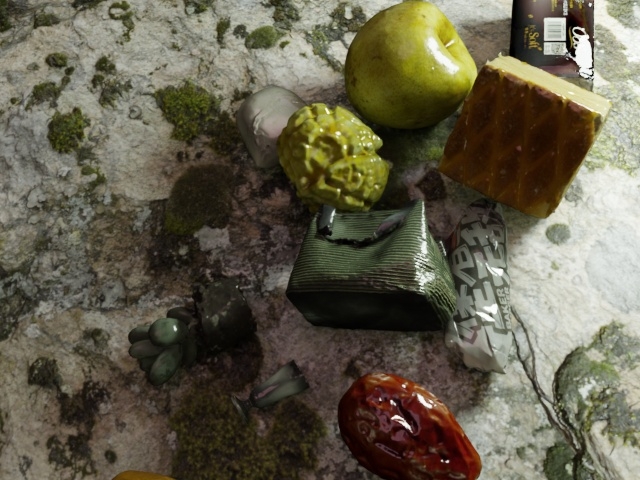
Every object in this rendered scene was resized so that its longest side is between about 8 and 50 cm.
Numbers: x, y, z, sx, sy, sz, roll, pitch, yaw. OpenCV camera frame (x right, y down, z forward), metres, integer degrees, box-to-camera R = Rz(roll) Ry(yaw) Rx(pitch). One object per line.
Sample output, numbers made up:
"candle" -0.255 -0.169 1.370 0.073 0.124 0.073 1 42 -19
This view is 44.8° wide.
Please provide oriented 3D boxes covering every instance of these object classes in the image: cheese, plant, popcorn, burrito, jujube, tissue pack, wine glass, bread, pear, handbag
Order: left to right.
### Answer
"plant" -0.276 0.191 1.672 0.275 0.149 0.146 -29 46 -11
"wine glass" -0.104 0.316 1.618 0.155 0.072 0.072 -29 61 -7
"cheese" -0.107 -0.282 1.897 0.198 0.154 0.189 -31 81 -12
"popcorn" 0.028 -0.176 1.749 0.224 0.270 0.258 -41 40 2
"handbag" 0.110 0.056 1.623 0.341 0.247 0.240 -3 59 22
"pear" 0.200 -0.400 1.842 0.304 0.304 0.303 -4 61 7
"jujube" 0.166 0.375 1.482 0.290 0.197 0.197 36 71 8
"burrito" 0.339 0.071 1.669 0.139 0.101 0.445 3 62 7
"bread" 0.440 -0.224 1.684 0.279 0.279 0.207 31 26 13
"tissue pack" 0.560 -0.475 1.880 0.210 0.198 0.369 7 63 9

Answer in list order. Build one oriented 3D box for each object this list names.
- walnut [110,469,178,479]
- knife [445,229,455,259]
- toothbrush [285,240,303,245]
"walnut" -0.318 0.539 1.460 0.337 0.209 0.208 15 64 30
"knife" 0.258 0.079 1.726 0.036 0.018 0.247 23 70 16
"toothbrush" 0.000 0.000 1.807 0.167 0.014 0.011 -5 78 5
